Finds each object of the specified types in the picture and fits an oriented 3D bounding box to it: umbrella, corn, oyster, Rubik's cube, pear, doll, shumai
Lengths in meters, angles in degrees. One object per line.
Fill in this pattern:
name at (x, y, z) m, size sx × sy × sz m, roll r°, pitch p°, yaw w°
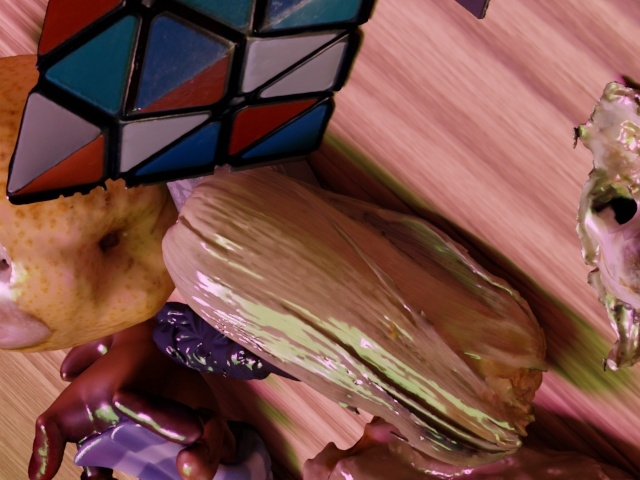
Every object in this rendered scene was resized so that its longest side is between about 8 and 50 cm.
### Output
umbrella at (-0.081, 0.104, 1.656) m, size 0.248 × 0.071 × 0.071 m, roll 16°, pitch 143°, yaw 53°
corn at (0.029, 0.050, 1.269) m, size 0.305 × 0.123 × 0.122 m, roll 27°, pitch 146°, yaw 18°
oyster at (0.187, -0.014, 1.033) m, size 0.106 × 0.061 × 0.200 m, roll 57°, pitch 160°, yaw 22°
Rubik's cube at (-0.073, -0.134, 1.241) m, size 0.234 × 0.284 × 0.250 m, roll 41°, pitch -164°, yaw -53°
pear at (-0.231, -0.028, 1.496) m, size 0.271 × 0.271 × 0.271 m, roll 38°, pitch 156°, yaw 20°
doll at (-0.165, 0.246, 1.855) m, size 0.318 × 0.209 × 0.340 m, roll 19°, pitch 148°, yaw 53°
shumai at (0.124, 0.208, 1.382) m, size 0.314 × 0.267 × 0.262 m, roll -46°, pitch 55°, yaw 41°

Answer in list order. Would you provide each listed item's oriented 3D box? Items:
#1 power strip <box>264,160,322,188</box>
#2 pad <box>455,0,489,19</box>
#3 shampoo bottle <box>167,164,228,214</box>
power strip at (0.000, 0.000, 1.389) m, size 0.060 × 0.027 × 0.253 m, roll 16°, pitch 143°, yaw 51°
pad at (0.013, -0.238, 0.999) m, size 0.243 × 0.004 × 0.164 m, roll 41°, pitch 157°, yaw 14°
shampoo bottle at (-0.106, -0.097, 1.361) m, size 0.072 × 0.072 × 0.214 m, roll 29°, pitch 152°, yaw 36°
